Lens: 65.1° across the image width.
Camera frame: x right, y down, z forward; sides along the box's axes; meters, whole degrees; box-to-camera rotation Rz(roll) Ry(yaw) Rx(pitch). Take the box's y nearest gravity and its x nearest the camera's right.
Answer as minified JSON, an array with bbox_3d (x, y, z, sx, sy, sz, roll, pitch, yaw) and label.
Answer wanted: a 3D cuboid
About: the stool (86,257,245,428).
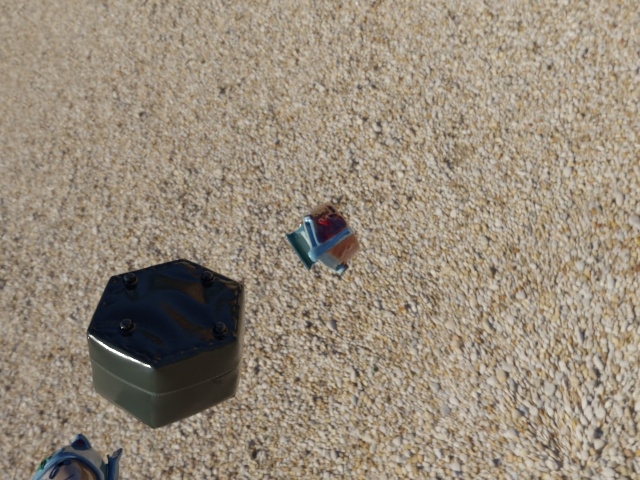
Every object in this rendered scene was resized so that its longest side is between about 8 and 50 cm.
[{"bbox_3d":[-0.216,0.140,0.734,0.232,0.141,0.232,7,35,-5],"label":"stool"}]

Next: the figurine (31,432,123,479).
[{"bbox_3d":[-0.325,0.371,0.696,0.114,0.144,0.178,-41,98,4],"label":"figurine"}]

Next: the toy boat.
[{"bbox_3d":[0.000,0.000,0.519,0.058,0.173,0.069,-33,96,-1],"label":"toy boat"}]
